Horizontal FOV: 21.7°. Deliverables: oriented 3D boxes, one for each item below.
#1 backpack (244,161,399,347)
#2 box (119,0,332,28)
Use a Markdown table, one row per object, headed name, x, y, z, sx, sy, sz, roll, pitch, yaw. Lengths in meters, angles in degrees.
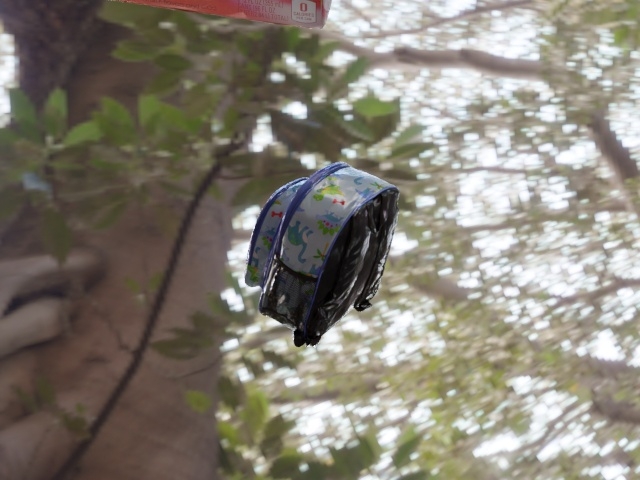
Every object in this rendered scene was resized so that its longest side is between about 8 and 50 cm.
| name | x | y | z | sx | sy | sz | roll | pitch | yaw |
| --- | --- | --- | --- | --- | --- | --- | --- | --- | --- |
| backpack | 0.000 | 0.000 | 1.209 | 0.084 | 0.105 | 0.114 | 31 | -57 | 19 |
| box | -0.128 | -0.279 | 1.255 | 0.300 | 0.142 | 0.154 | 9 | -39 | 8 |
